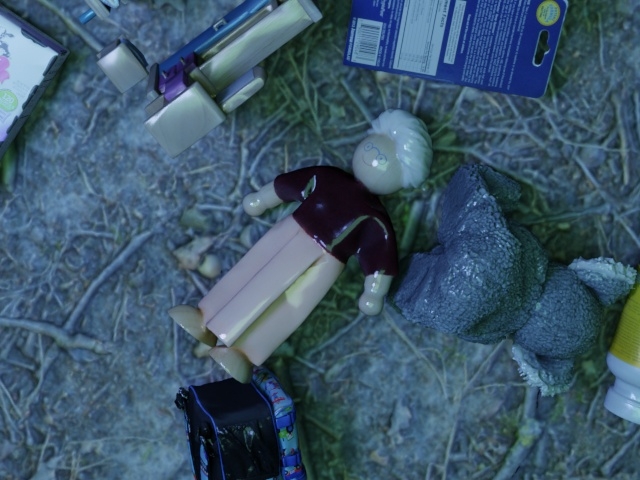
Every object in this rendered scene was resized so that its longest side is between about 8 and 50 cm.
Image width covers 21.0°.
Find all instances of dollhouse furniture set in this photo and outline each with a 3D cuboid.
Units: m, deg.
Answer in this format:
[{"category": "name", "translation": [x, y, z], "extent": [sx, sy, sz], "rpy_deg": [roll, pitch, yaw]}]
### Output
[{"category": "dollhouse furniture set", "translation": [-0.168, -0.290, 1.770], "extent": [0.198, 0.286, 0.303], "rpy_deg": [-37, 107, 8]}]

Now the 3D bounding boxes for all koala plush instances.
[{"category": "koala plush", "translation": [0.214, 0.059, 1.868], "extent": [0.221, 0.203, 0.196], "rpy_deg": [30, 100, -14]}]

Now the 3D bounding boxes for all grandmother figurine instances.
[{"category": "grandmother figurine", "translation": [0.000, 0.000, 1.888], "extent": [0.208, 0.104, 0.342], "rpy_deg": [42, 93, 12]}]

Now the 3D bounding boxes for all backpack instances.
[{"category": "backpack", "translation": [-0.083, 0.248, 1.919], "extent": [0.117, 0.158, 0.173], "rpy_deg": [-13, 106, -13]}]

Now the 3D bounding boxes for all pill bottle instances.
[{"category": "pill bottle", "translation": [0.375, 0.108, 1.898], "extent": [0.103, 0.103, 0.184], "rpy_deg": [18, 100, 0]}]

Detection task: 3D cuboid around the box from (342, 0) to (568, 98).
[{"category": "box", "translation": [0.144, -0.232, 1.860], "extent": [0.225, 0.036, 0.136], "rpy_deg": [11, 130, 2]}]

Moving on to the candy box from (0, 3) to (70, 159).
[{"category": "candy box", "translation": [-0.400, -0.173, 1.909], "extent": [0.165, 0.070, 0.196], "rpy_deg": [34, 100, -2]}]
